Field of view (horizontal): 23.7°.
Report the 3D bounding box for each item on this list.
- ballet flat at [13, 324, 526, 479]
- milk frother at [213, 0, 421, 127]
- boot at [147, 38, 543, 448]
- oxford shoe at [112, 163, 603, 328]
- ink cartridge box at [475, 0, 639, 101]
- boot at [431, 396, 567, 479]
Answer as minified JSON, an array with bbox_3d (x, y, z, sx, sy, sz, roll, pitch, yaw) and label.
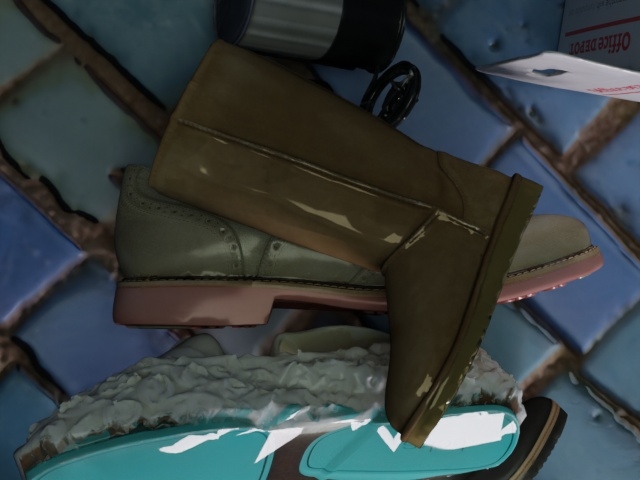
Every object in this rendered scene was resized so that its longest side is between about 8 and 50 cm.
[{"bbox_3d":[-0.041,0.130,1.158,0.409,0.147,0.147,-1,92,-25],"label":"ballet flat"},{"bbox_3d":[-0.001,-0.154,1.187,0.135,0.143,0.129,6,103,-25],"label":"milk frother"},{"bbox_3d":[0.000,0.000,1.110,0.270,0.089,0.236,23,61,4],"label":"boot"},{"bbox_3d":[0.033,-0.010,1.212,0.397,0.140,0.146,-3,87,-12],"label":"oxford shoe"},{"bbox_3d":[0.323,-0.167,1.226,0.354,0.207,0.119,8,91,-12],"label":"ink cartridge box"},{"bbox_3d":[0.095,0.174,1.263,0.137,0.077,0.198,44,82,-4],"label":"boot"}]
